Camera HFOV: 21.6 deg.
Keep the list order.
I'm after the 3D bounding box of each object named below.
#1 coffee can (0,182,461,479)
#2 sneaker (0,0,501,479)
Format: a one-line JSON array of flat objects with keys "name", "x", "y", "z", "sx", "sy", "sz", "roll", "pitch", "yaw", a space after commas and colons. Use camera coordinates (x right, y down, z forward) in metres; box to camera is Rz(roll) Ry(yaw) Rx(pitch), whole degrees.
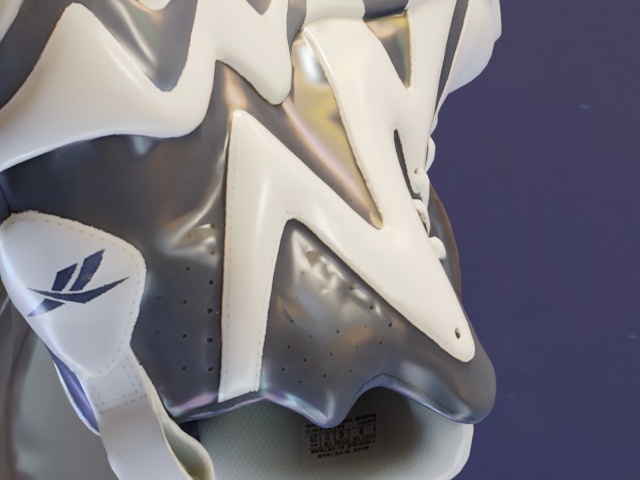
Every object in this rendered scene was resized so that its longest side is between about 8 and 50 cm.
[{"name": "coffee can", "x": -0.105, "y": 0.002, "z": 0.683, "sx": 0.275, "sy": 0.201, "sz": 0.202, "roll": 32, "pitch": -75, "yaw": 49}, {"name": "sneaker", "x": 0.000, "y": 0.000, "z": 0.446, "sx": 0.094, "sy": 0.235, "sz": 0.153, "roll": -20, "pitch": -91, "yaw": 25}]
